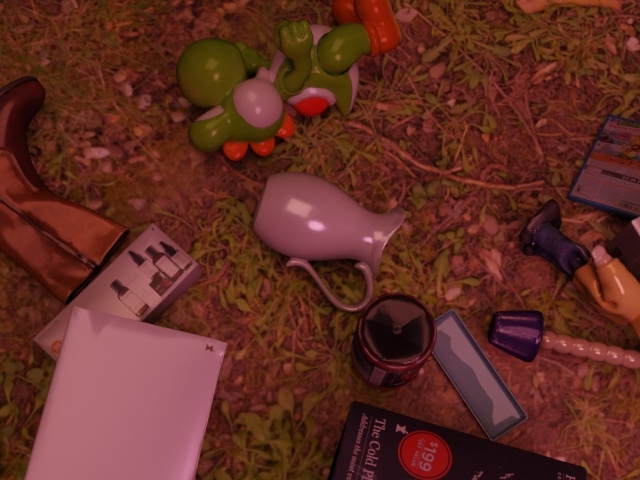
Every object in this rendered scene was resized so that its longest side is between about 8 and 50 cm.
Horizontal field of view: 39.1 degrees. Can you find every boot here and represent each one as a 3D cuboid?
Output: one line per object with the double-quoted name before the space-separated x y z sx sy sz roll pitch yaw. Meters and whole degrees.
"boot" -0.410 -0.082 1.349 0.280 0.096 0.264 30 72 8

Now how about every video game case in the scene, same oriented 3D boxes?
"video game case" 0.478 -0.117 1.416 0.119 0.015 0.166 20 69 29

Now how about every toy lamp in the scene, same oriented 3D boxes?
"toy lamp" 0.381 0.157 1.305 0.274 0.080 0.080 15 70 1

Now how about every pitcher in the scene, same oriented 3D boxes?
"pitcher" 0.000 0.000 1.331 0.207 0.125 0.178 18 86 -7

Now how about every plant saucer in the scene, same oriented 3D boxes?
"plant saucer" 0.220 0.195 1.315 0.067 0.018 0.192 -30 73 -12

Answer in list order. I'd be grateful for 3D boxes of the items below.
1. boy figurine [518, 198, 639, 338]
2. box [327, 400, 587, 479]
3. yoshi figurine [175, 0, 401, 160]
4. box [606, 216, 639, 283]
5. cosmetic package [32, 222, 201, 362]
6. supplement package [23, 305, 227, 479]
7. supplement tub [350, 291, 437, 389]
"boy figurine" 0.413 0.057 1.279 0.285 0.177 0.092 39 85 30
"box" 0.137 0.416 1.093 0.312 0.179 0.343 16 50 2
"yoshi figurine" -0.073 -0.285 1.396 0.362 0.204 0.203 -34 59 -11
"box" 0.555 -0.008 1.350 0.203 0.114 0.103 -24 73 -12
"cosmetic package" -0.291 0.094 1.308 0.099 0.060 0.239 39 73 12
"supplement package" -0.256 0.239 1.176 0.204 0.145 0.262 15 77 -11
"supplement tub" 0.095 0.144 1.232 0.106 0.198 0.106 0 71 -1
